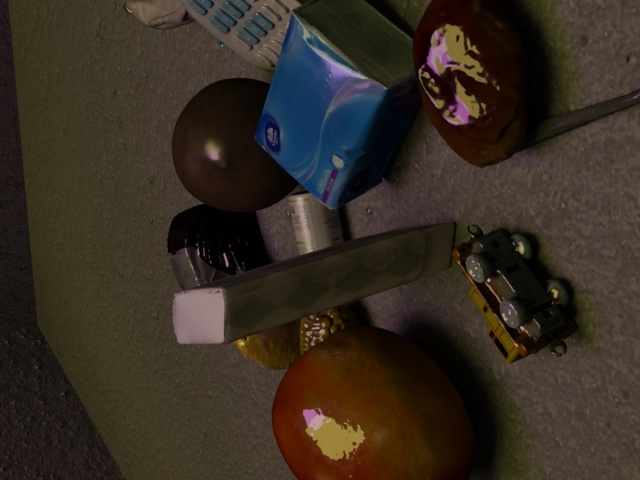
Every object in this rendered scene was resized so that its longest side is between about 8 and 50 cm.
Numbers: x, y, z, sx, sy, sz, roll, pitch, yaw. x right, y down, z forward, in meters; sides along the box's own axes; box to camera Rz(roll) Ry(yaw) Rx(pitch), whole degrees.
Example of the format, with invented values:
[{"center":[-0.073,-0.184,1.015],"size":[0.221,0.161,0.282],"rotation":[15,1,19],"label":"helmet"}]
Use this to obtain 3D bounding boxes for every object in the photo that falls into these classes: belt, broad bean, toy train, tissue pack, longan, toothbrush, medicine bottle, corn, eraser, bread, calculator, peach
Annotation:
[{"center":[-0.202,0.060,1.893],"size":[0.164,0.184,0.289],"rotation":[-8,103,55],"label":"belt"},{"center":[0.199,-0.209,1.152],"size":[0.156,0.122,0.228],"rotation":[-15,95,45],"label":"broad bean"},{"center":[0.256,0.076,1.227],"size":[0.219,0.089,0.127],"rotation":[57,156,25],"label":"toy train"},{"center":[0.029,-0.210,1.376],"size":[0.198,0.146,0.263],"rotation":[43,142,17],"label":"tissue pack"},{"center":[-0.141,-0.169,1.610],"size":[0.258,0.258,0.258],"rotation":[33,131,49],"label":"longan"},{"center":[0.311,-0.148,1.084],"size":[0.297,0.031,0.030],"rotation":[-17,98,61],"label":"toothbrush"},{"center":[0.000,0.000,1.616],"size":[0.086,0.086,0.183],"rotation":[4,107,59],"label":"medicine bottle"},{"center":[0.032,0.274,1.668],"size":[0.120,0.120,0.363],"rotation":[24,127,53],"label":"corn"},{"center":[-0.006,0.059,1.342],"size":[0.213,0.397,0.082],"rotation":[-8,97,59],"label":"eraser"},{"center":[-0.103,0.148,1.766],"size":[0.170,0.197,0.197],"rotation":[-5,99,67],"label":"bread"},{"center":[-0.091,-0.401,1.483],"size":[0.256,0.054,0.386],"rotation":[36,151,-16],"label":"calculator"},{"center":[0.090,0.296,1.426],"size":[0.332,0.308,0.307],"rotation":[37,136,23],"label":"peach"}]

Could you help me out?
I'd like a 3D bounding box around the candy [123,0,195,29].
[{"center":[-0.282,-0.595,1.705],"size":[0.427,0.186,0.386],"rotation":[23,131,51],"label":"candy"}]
